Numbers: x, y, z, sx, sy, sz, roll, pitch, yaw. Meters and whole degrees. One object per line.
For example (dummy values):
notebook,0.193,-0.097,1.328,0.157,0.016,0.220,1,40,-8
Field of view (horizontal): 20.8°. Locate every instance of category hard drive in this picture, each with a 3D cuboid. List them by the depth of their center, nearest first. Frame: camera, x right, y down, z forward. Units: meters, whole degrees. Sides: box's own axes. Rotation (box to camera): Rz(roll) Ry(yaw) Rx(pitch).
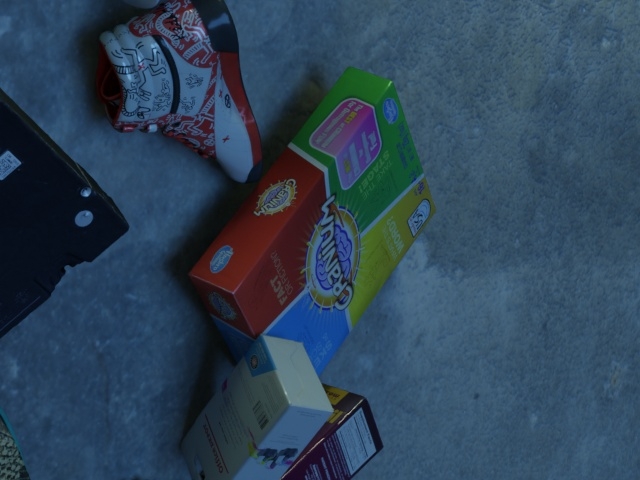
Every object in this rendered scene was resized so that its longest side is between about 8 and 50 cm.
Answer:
hard drive,-0.356,-0.044,1.527,0.237,0.064,0.339,-41,134,2

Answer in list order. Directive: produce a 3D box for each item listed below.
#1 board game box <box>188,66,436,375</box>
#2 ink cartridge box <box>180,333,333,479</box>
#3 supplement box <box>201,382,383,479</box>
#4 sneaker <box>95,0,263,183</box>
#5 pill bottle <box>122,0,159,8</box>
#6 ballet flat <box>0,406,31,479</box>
board game box,0.000,0.000,1.962,0.316,0.064,0.242,-54,146,-23
ink cartridge box,-0.072,0.202,1.878,0.061,0.104,0.181,13,127,-36
supplement box,-0.030,0.252,2.001,0.188,0.104,0.081,-41,127,-34
sneaker,-0.149,-0.137,1.789,0.145,0.090,0.270,-24,144,-10
pill bottle,-0.139,-0.337,1.707,0.216,0.121,0.121,-57,135,-20
ballet flat,-0.300,0.371,1.643,0.182,0.164,0.482,-51,126,-52
